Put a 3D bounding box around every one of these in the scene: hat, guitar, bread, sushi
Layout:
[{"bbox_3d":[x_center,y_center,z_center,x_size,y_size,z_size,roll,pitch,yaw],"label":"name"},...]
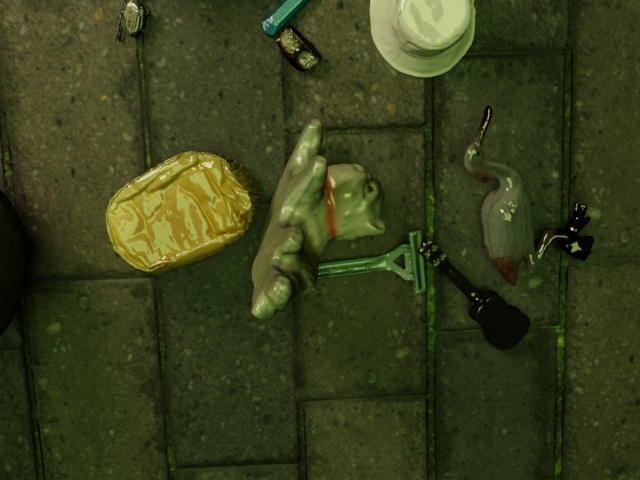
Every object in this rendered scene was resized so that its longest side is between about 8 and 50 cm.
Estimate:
[{"bbox_3d":[0.180,-0.372,1.131,0.203,0.126,0.203,-1,103,-3],"label":"hat"},{"bbox_3d":[0.273,0.095,1.229,0.084,0.038,0.271,-47,110,0],"label":"guitar"},{"bbox_3d":[-0.228,-0.047,1.167,0.250,0.133,0.179,-31,98,2],"label":"bread"},{"bbox_3d":[-0.040,-0.326,1.181,0.083,0.044,0.046,46,117,-6],"label":"sushi"}]

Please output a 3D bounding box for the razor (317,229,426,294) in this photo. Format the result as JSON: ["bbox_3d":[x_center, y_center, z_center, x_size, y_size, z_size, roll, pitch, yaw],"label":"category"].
[{"bbox_3d":[0.047,0.049,1.240,0.277,0.056,0.111,-6,98,6],"label":"razor"}]

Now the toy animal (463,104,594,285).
[{"bbox_3d":[0.332,-0.055,1.207,0.324,0.090,0.195,40,90,-17],"label":"toy animal"}]

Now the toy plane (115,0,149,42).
[{"bbox_3d":[-0.316,-0.393,1.160,0.049,0.031,0.121,13,102,5],"label":"toy plane"}]

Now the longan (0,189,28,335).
[{"bbox_3d":[-0.642,0.026,1.038,0.390,0.391,0.392,0,99,-2],"label":"longan"}]

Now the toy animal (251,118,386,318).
[{"bbox_3d":[0.000,0.000,1.133,0.188,0.308,0.266,28,116,-24],"label":"toy animal"}]

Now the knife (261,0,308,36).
[{"bbox_3d":[0.008,-0.460,1.163,0.296,0.026,0.044,-43,95,8],"label":"knife"}]
